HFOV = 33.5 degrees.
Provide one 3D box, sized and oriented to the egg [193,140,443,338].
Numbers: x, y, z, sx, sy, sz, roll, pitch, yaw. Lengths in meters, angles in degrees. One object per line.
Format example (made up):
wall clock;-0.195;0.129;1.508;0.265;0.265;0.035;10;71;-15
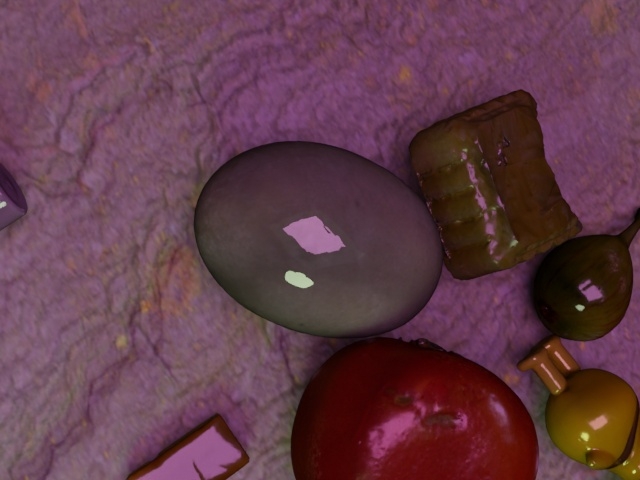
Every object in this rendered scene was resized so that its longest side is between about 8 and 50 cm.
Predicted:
egg;0.000;0.000;1.454;0.352;0.258;0.258;25;84;-15

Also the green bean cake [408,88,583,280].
green bean cake;0.262;-0.083;1.534;0.233;0.124;0.236;-24;94;-41

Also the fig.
fig;0.437;0.041;1.595;0.259;0.151;0.151;-34;95;-16

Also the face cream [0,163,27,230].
face cream;-0.536;-0.004;1.444;0.274;0.096;0.154;-30;97;3

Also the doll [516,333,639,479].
doll;0.442;0.295;1.576;0.363;0.145;0.199;51;40;6

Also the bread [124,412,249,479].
bread;-0.214;0.343;1.509;0.226;0.049;0.088;-33;95;-9

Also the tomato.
tomato;0.120;0.286;1.458;0.325;0.293;0.289;28;78;-20
